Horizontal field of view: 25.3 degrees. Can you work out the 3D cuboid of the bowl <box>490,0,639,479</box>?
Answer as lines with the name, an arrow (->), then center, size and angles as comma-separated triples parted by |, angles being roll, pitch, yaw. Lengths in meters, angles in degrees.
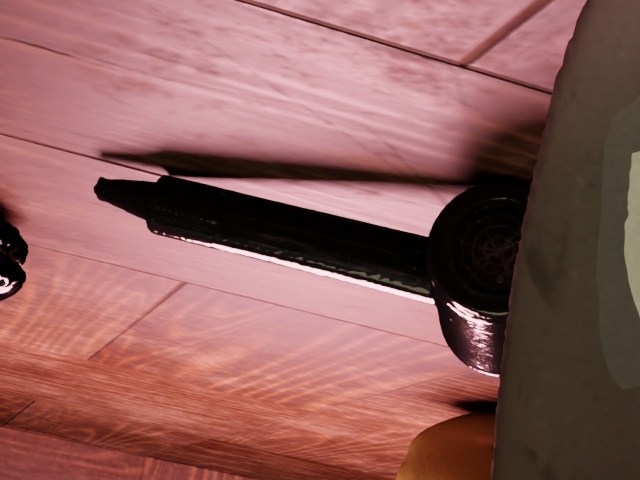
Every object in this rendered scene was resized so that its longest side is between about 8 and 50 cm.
bowl -> 0.181, 0.112, 0.321 | 0.195, 0.435, 0.435 | 2, 167, -6

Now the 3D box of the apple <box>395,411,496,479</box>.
apple -> 0.164, 0.242, 1.273 | 0.200, 0.200, 0.200 | 10, 166, 3

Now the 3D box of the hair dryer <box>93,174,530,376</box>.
hair dryer -> 0.000, 0.000, 0.704 | 0.255, 0.070, 0.128 | 13, 166, 10

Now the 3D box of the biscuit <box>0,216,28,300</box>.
biscuit -> -0.277, -0.003, 0.899 | 0.194, 0.053, 0.194 | 10, 165, 3
